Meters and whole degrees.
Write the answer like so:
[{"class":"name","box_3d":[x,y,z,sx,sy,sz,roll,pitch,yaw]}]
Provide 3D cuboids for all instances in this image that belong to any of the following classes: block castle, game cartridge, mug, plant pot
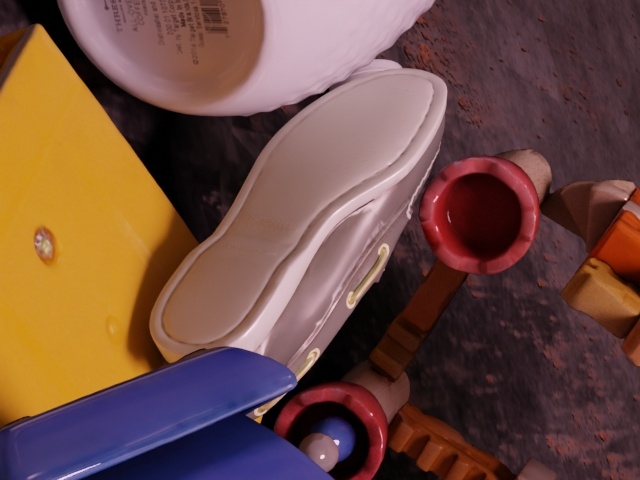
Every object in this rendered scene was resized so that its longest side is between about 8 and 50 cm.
[{"class":"block castle","box_3d":[0.223,0.158,1.398,0.453,0.303,0.213,35,20,8]},{"class":"game cartridge","box_3d":[-0.151,0.065,1.234,0.324,0.052,0.285,57,30,-29]},{"class":"mug","box_3d":[-0.039,-0.280,1.358,0.328,0.276,0.374,-52,151,-49]},{"class":"plant pot","box_3d":[-0.109,0.195,0.991,0.236,0.236,0.212,-19,82,-47]}]

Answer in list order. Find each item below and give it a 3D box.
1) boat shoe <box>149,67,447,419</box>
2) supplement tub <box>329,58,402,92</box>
[{"class":"boat shoe","box_3d":[-0.004,-0.001,1.315,0.305,0.109,0.091,-51,139,-32]},{"class":"supplement tub","box_3d":[0.048,-0.096,1.670,0.071,0.071,0.107,22,53,-55]}]
